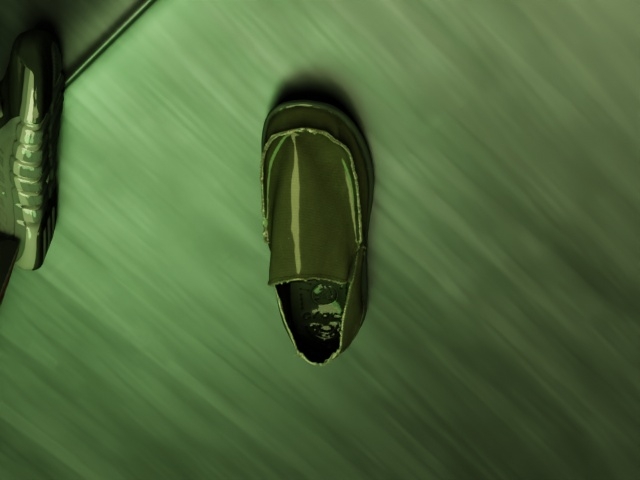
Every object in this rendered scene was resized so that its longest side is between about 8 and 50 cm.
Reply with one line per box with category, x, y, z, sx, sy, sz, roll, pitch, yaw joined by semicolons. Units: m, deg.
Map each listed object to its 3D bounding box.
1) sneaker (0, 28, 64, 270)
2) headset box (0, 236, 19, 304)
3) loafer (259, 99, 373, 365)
sneaker;-0.286;-0.077;1.554;0.132;0.086;0.228;10;125;2
headset box;-0.393;0.069;1.603;0.218;0.110;0.293;21;139;-8
loafer;0.000;0.000;1.572;0.094;0.087;0.251;-4;123;8
